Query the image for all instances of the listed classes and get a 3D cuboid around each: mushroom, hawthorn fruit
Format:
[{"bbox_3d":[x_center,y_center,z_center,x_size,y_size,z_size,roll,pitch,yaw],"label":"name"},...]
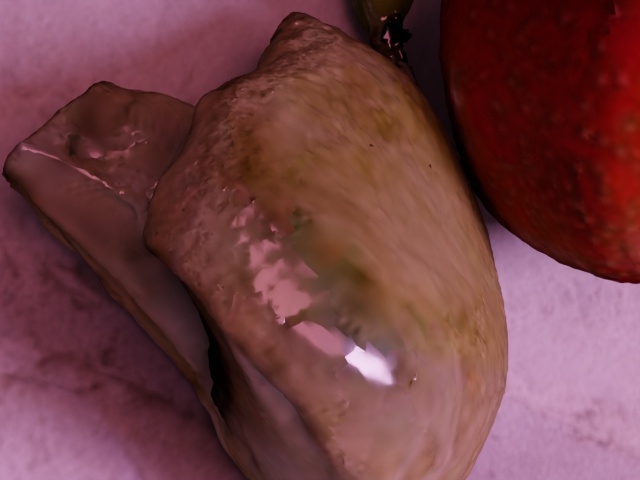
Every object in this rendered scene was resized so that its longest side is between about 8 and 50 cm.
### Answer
[{"bbox_3d":[0.009,-0.001,0.689,0.217,0.212,0.292,-42,91,-19],"label":"mushroom"},{"bbox_3d":[0.186,-0.130,0.743,0.254,0.254,0.300,-19,111,-28],"label":"hawthorn fruit"}]

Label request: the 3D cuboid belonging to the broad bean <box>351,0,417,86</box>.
[{"bbox_3d":[0.073,-0.235,0.842,0.075,0.067,0.325,23,73,-4],"label":"broad bean"}]
